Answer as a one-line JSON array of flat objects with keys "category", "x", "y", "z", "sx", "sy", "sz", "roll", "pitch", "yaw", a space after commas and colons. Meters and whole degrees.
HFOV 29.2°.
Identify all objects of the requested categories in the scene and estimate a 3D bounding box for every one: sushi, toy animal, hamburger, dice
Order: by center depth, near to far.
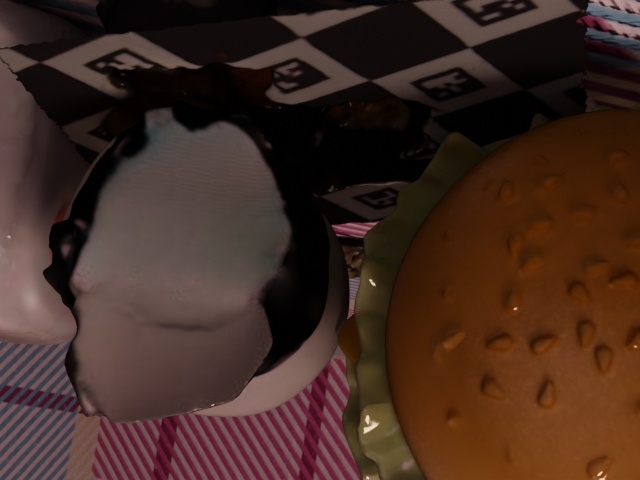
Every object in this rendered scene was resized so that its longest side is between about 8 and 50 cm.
[{"category": "hamburger", "x": 0.145, "y": 0.063, "z": 0.623, "sx": 0.274, "sy": 0.274, "sz": 0.212, "roll": 8, "pitch": 160, "yaw": 2}, {"category": "toy animal", "x": -0.062, "y": 0.028, "z": 0.660, "sx": 0.138, "sy": 0.166, "sz": 0.179, "roll": 31, "pitch": 170, "yaw": 18}, {"category": "sushi", "x": 0.007, "y": -0.081, "z": 0.690, "sx": 0.292, "sy": 0.059, "sz": 0.294, "roll": -4, "pitch": 160, "yaw": 8}, {"category": "dice", "x": -0.230, "y": -0.040, "z": 0.755, "sx": 0.194, "sy": 0.192, "sz": 0.193, "roll": 8, "pitch": 172, "yaw": 10}]

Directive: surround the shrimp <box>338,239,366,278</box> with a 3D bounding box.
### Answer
[{"category": "shrimp", "x": 0.000, "y": 0.000, "z": 1.252, "sx": 0.262, "sy": 0.051, "sz": 0.198, "roll": 10, "pitch": 164, "yaw": -27}]
